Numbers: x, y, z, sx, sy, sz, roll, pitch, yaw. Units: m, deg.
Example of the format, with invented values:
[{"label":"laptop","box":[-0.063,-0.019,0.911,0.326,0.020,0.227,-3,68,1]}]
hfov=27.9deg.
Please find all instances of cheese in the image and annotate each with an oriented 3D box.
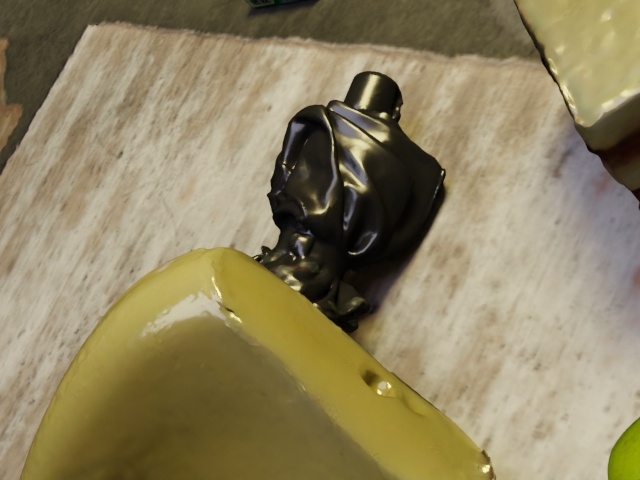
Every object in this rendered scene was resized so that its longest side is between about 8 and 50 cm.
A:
[{"label":"cheese","box":[-0.072,0.177,0.774,0.259,0.128,0.316,45,113,14]}]

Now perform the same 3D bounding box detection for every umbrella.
[{"label":"umbrella","box":[0.000,0.001,0.913,0.122,0.110,0.272,1,59,43]}]

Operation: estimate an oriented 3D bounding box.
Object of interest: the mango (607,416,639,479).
[{"label":"mango","box":[0.203,0.115,0.684,0.108,0.056,0.073,-27,50,9]}]

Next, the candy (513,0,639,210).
[{"label":"candy","box":[0.278,-0.173,0.761,0.320,0.135,0.179,-36,43,15]}]

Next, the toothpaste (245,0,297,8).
[{"label":"toothpaste","box":[-0.032,-0.225,1.159,0.083,0.017,0.020,0,65,42]}]
